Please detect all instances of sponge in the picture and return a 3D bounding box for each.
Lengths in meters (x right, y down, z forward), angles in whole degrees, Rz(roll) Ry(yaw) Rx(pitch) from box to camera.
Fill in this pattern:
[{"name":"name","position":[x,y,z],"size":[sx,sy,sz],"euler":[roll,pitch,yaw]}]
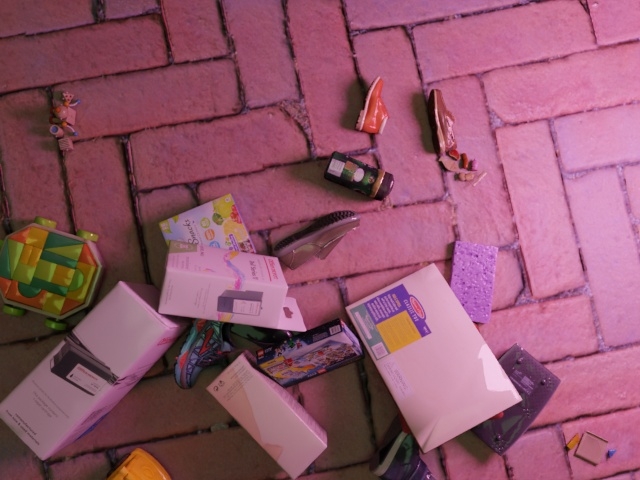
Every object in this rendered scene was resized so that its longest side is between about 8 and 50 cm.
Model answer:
[{"name":"sponge","position":[0.407,0.112,1.561],"size":[0.117,0.031,0.210],"euler":[8,85,0]}]

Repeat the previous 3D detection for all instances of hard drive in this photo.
[{"name":"hard drive","position":[0.489,0.414,1.524],"size":[0.172,0.054,0.254],"euler":[40,85,3]}]

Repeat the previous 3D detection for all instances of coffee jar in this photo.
[{"name":"coffee jar","position":[0.105,-0.170,1.548],"size":[0.185,0.096,0.079],"euler":[23,88,0]}]

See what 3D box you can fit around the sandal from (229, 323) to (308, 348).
[{"name":"sandal","position":[-0.144,0.245,1.527],"size":[0.255,0.054,0.097],"euler":[17,85,1]}]

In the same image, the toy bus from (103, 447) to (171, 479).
[{"name":"toy bus","position":[-0.497,0.649,1.409],"size":[0.149,0.211,0.220],"euler":[44,87,1]}]

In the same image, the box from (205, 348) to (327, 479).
[{"name":"box","position":[-0.131,0.434,1.467],"size":[0.121,0.148,0.311],"euler":[-44,86,-3]}]

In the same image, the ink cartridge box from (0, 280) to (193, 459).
[{"name":"ink cartridge box","position":[-0.522,0.294,1.401],"size":[0.166,0.285,0.395],"euler":[43,85,3]}]

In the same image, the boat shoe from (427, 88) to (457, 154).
[{"name":"boat shoe","position":[0.334,-0.327,1.586],"size":[0.060,0.064,0.177],"euler":[-10,92,-7]}]

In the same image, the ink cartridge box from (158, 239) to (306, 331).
[{"name":"ink cartridge box","position":[-0.204,0.109,1.418],"size":[0.354,0.207,0.119],"euler":[10,107,-16]}]

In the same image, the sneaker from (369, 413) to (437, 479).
[{"name":"sneaker","position":[0.249,0.541,1.498],"size":[0.163,0.086,0.226],"euler":[37,77,-7]}]

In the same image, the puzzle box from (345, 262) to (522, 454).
[{"name":"puzzle box","position":[0.273,0.284,1.458],"size":[0.272,0.052,0.408],"euler":[-26,65,-6]}]

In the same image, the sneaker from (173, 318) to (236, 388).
[{"name":"sneaker","position":[-0.284,0.273,1.481],"size":[0.125,0.104,0.261],"euler":[23,95,9]}]

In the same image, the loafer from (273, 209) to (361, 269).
[{"name":"loafer","position":[0.000,0.000,1.545],"size":[0.251,0.094,0.087],"euler":[-26,110,6]}]

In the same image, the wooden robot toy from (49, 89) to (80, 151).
[{"name":"wooden robot toy","position":[-0.701,-0.332,1.556],"size":[0.076,0.079,0.173],"euler":[3,84,-1]}]

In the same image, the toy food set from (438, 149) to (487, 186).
[{"name":"toy food set","position":[0.394,-0.206,1.597],"size":[0.122,0.019,0.078],"euler":[44,85,10]}]

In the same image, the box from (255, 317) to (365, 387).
[{"name":"box","position":[-0.023,0.286,1.452],"size":[0.233,0.159,0.044],"euler":[-23,50,11]}]

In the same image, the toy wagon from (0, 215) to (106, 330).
[{"name":"toy wagon","position":[-0.751,0.073,1.525],"size":[0.345,0.068,0.267],"euler":[17,85,0]}]

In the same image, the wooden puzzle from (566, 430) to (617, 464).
[{"name":"wooden puzzle","position":[0.719,0.550,1.538],"size":[0.116,0.014,0.078],"euler":[33,89,2]}]

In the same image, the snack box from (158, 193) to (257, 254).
[{"name":"snack box","position":[-0.298,-0.004,1.539],"size":[0.207,0.070,0.174],"euler":[-24,87,-1]}]

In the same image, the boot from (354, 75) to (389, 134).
[{"name":"boot","position":[0.156,-0.369,1.590],"size":[0.085,0.059,0.157],"euler":[17,93,-3]}]

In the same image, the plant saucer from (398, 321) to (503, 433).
[{"name":"plant saucer","position":[0.314,0.342,1.487],"size":[0.259,0.047,0.258],"euler":[-9,64,-1]}]
